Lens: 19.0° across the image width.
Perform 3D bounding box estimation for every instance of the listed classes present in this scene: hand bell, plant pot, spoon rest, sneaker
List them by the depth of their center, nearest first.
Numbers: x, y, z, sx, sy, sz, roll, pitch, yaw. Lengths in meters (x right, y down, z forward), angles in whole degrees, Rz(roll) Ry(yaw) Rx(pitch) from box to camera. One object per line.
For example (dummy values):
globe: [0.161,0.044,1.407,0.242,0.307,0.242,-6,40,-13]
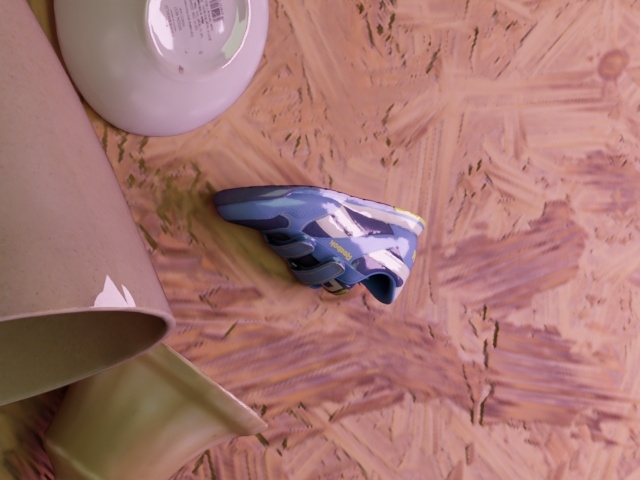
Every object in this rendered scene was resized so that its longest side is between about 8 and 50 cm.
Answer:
plant pot: [-0.227,-0.058,0.912,0.257,0.256,0.274,-8,76,-33]
hand bell: [-0.149,0.161,1.037,0.126,0.126,0.242,39,82,-26]
spoon rest: [-0.099,-0.194,1.083,0.137,0.084,0.276,-20,114,-30]
sneaker: [0.000,0.000,1.148,0.144,0.053,0.059,14,84,-31]
